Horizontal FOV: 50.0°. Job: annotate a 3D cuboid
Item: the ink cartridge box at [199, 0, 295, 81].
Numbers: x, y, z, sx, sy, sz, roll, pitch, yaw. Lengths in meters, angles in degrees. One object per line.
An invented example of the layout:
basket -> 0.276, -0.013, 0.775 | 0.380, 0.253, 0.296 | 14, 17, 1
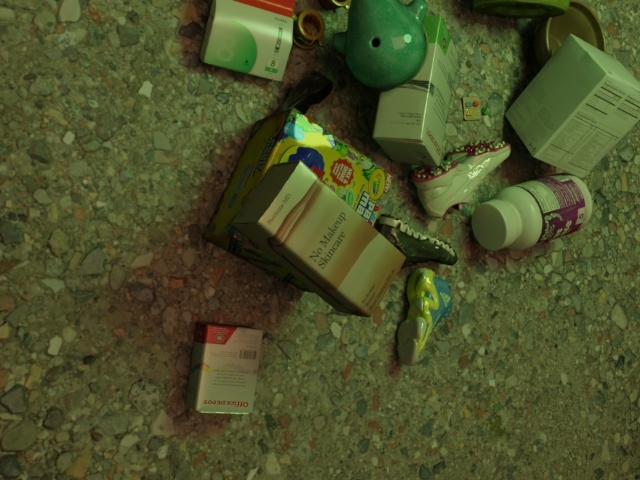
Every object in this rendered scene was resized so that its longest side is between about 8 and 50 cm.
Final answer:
ink cartridge box -> -0.137, -0.460, 1.425 | 0.181, 0.056, 0.225 | 7, 114, -29

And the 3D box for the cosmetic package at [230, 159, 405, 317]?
cosmetic package -> 0.000, 0.000, 1.299 | 0.296, 0.129, 0.153 | 39, 73, -23

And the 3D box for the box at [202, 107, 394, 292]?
box -> -0.044, -0.073, 1.451 | 0.279, 0.177, 0.290 | 29, 75, -27

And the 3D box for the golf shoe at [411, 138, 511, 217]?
golf shoe -> 0.360, -0.160, 1.730 | 0.306, 0.115, 0.140 | -25, 115, -24

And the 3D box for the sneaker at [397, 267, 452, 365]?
sneaker -> 0.266, 0.192, 1.668 | 0.126, 0.091, 0.240 | 16, 80, -29

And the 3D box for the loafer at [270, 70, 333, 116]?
loafer -> -0.052, -0.313, 1.527 | 0.170, 0.062, 0.061 | -39, 68, -17

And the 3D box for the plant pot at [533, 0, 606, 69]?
plant pot -> 0.668, -0.531, 1.897 | 0.237, 0.109, 0.237 | 1, 87, -30

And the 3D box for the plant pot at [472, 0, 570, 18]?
plant pot -> 0.518, -0.750, 1.711 | 0.366, 0.366, 0.353 | 0, 101, -29

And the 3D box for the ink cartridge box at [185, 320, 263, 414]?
ink cartridge box -> -0.199, 0.262, 1.414 | 0.127, 0.072, 0.175 | 11, 84, -29

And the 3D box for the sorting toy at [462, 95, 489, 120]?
sorting toy -> 0.409, -0.348, 1.803 | 0.083, 0.012, 0.062 | -10, 93, -29

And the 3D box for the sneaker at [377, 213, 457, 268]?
sneaker -> 0.224, 0.028, 1.659 | 0.234, 0.078, 0.106 | 26, 80, -23

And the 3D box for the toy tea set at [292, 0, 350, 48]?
toy tea set -> 0.041, -0.516, 1.535 | 0.336, 0.124, 0.200 | 9, 85, -29

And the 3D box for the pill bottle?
pill bottle -> 0.545, -0.069, 1.784 | 0.301, 0.169, 0.169 | -16, 97, -28

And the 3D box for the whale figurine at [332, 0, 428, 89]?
whale figurine -> 0.115, -0.451, 1.425 | 0.141, 0.216, 0.272 | -28, 102, -68

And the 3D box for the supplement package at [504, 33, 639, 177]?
supplement package -> 0.660, -0.340, 1.766 | 0.198, 0.263, 0.199 | 16, 38, -28

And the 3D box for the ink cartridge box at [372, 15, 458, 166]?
ink cartridge box -> 0.222, -0.336, 1.581 | 0.211, 0.121, 0.289 | 28, 71, -67
